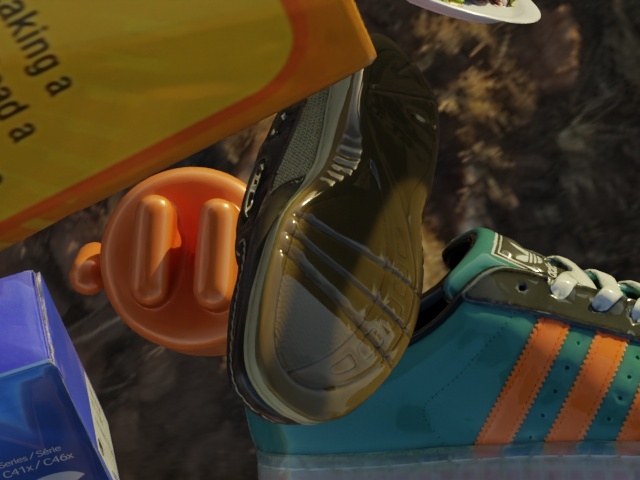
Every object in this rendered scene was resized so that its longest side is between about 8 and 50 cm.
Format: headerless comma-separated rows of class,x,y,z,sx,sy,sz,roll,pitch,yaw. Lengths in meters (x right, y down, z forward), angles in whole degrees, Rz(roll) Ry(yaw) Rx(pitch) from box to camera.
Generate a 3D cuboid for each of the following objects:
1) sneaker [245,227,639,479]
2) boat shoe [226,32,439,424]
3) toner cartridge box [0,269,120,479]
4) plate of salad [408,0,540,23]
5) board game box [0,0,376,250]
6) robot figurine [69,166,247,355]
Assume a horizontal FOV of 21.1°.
sneaker,0.114,0.051,0.778,0.302,0.108,0.121,-7,95,2
boat shoe,0.000,0.000,0.520,0.056,0.049,0.152,44,40,-21
toner cartridge box,-0.301,0.142,0.991,0.347,0.165,0.075,-18,48,-2
plate of salad,0.090,-0.228,1.398,0.199,0.200,0.048,17,111,-9
board game box,-0.253,-0.177,0.327,0.356,0.356,0.356,-26,49,0
robot figurine,-0.086,0.017,1.212,0.158,0.219,0.128,-35,82,-1
